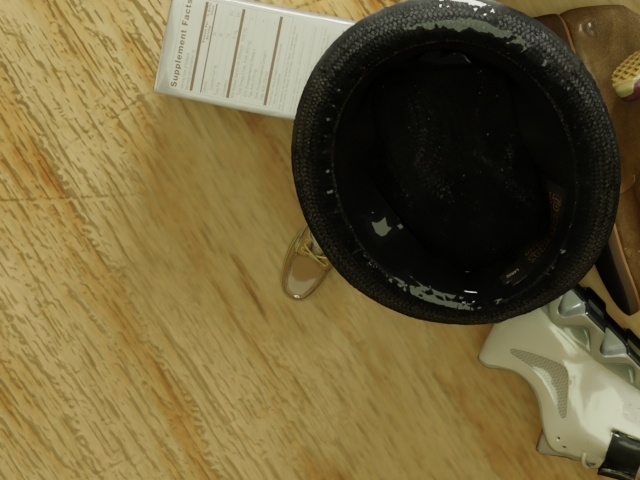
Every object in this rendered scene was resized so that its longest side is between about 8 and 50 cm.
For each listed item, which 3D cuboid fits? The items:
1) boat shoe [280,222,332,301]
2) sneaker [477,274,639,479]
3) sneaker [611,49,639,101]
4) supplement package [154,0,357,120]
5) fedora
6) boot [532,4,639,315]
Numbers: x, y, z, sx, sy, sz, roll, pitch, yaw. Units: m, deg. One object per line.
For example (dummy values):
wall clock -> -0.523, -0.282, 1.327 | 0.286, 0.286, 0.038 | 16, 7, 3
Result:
boat shoe -> 0.000, 0.000, 1.902 | 0.050, 0.045, 0.135 | 27, 96, -1
sneaker -> 0.294, 0.183, 1.885 | 0.330, 0.122, 0.146 | 45, 105, 2
sneaker -> 0.353, -0.159, 1.821 | 0.185, 0.069, 0.084 | -33, 101, -36
supplement package -> -0.061, -0.178, 1.856 | 0.179, 0.105, 0.105 | 11, 98, 1
fedora -> 0.129, -0.091, 1.808 | 0.334, 0.152, 0.334 | 3, 116, 5
boot -> 0.296, -0.081, 1.860 | 0.115, 0.112, 0.305 | -14, 94, -9
